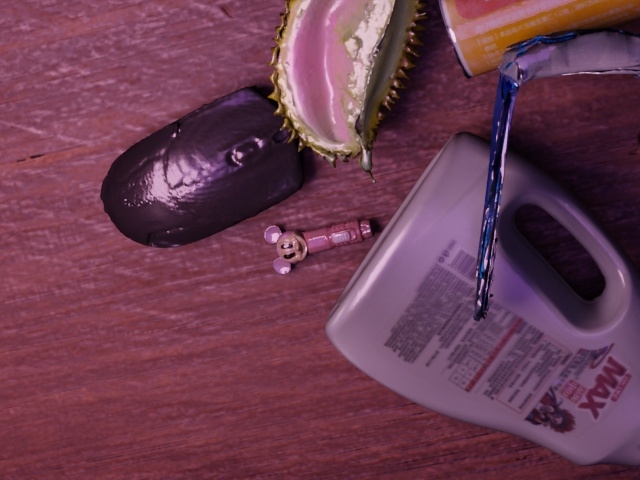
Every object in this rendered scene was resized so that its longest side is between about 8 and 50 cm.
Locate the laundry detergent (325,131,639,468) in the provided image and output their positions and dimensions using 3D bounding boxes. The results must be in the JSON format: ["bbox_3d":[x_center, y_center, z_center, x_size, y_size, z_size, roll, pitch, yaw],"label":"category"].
[{"bbox_3d":[0.231,0.097,1.761,0.398,0.125,0.264,33,104,-2],"label":"laundry detergent"}]

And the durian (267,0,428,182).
[{"bbox_3d":[0.028,-0.179,1.739,0.137,0.095,0.220,20,106,20],"label":"durian"}]

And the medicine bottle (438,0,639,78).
[{"bbox_3d":[0.322,-0.259,1.669,0.426,0.108,0.108,-19,100,13],"label":"medicine bottle"}]

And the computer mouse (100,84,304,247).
[{"bbox_3d":[-0.121,-0.065,1.797,0.217,0.073,0.122,-26,101,10],"label":"computer mouse"}]

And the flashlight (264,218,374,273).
[{"bbox_3d":[0.000,0.000,1.815,0.110,0.031,0.052,-14,101,11],"label":"flashlight"}]

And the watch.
[{"bbox_3d":[0.282,-0.055,1.656,0.276,0.068,0.274,3,94,-9],"label":"watch"}]
